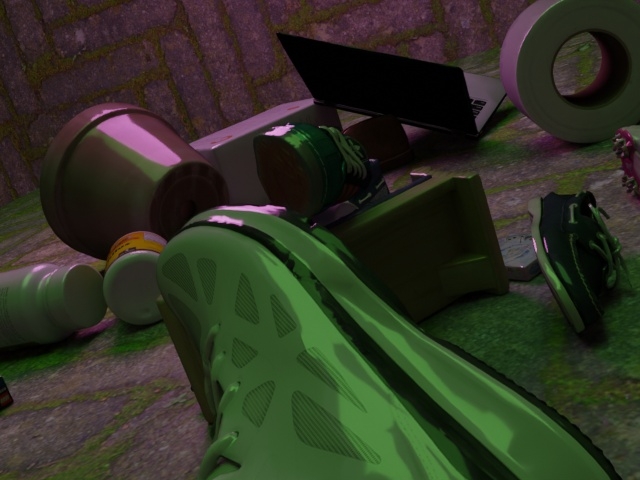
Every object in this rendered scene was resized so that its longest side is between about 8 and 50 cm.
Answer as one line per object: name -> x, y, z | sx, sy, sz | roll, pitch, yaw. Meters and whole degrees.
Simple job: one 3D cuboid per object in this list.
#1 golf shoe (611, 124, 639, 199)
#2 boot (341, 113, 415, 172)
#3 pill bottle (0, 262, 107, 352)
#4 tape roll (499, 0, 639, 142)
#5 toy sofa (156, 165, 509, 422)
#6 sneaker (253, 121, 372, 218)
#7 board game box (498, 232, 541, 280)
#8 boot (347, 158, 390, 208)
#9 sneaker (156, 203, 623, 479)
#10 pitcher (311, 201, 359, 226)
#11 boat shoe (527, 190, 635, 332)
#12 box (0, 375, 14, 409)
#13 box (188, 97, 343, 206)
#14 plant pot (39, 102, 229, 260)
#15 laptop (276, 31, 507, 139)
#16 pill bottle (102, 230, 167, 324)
golf shoe -> 0.441, -0.089, 0.943 | 0.140, 0.115, 0.306 | -14, 17, 7
boot -> 0.041, -0.169, 1.699 | 0.305, 0.115, 0.112 | -25, 18, -15
pill bottle -> -0.465, 0.107, 1.335 | 0.229, 0.131, 0.131 | -12, 17, 26
tape roll -> 0.442, -0.301, 1.410 | 0.246, 0.246, 0.169 | -17, 15, 9
toy sofa -> 0.012, 0.052, 0.904 | 0.363, 0.150, 0.177 | -27, 18, -24
sneaker -> -0.001, -0.089, 0.931 | 0.121, 0.108, 0.302 | -31, 0, -7
board game box -> 0.238, 0.018, 0.985 | 0.090, 0.020, 0.090 | -29, 18, -32
boot -> 0.042, -0.070, 1.402 | 0.069, 0.086, 0.190 | -3, 22, 46
sneaker -> -0.055, 0.131, 0.534 | 0.257, 0.169, 0.447 | -30, 39, -25
pitcher -> -0.040, 0.036, 1.117 | 0.207, 0.125, 0.177 | -21, 31, 36
boat shoe -> 0.264, 0.011, 0.839 | 0.079, 0.095, 0.254 | -19, 13, 17
box -> -0.558, 0.240, 1.154 | 0.233, 0.044, 0.159 | -4, 22, 45
box -> -0.136, -0.188, 1.874 | 0.345, 0.168, 0.215 | -29, 18, -33
plant pot -> -0.334, -0.091, 1.610 | 0.280, 0.323, 0.323 | 19, 38, 42
laptop -> 0.175, -0.374, 1.724 | 0.382, 0.236, 0.408 | 17, 42, 22
pill bottle -> -0.289, 0.052, 1.331 | 0.117, 0.117, 0.215 | -22, 15, -7
